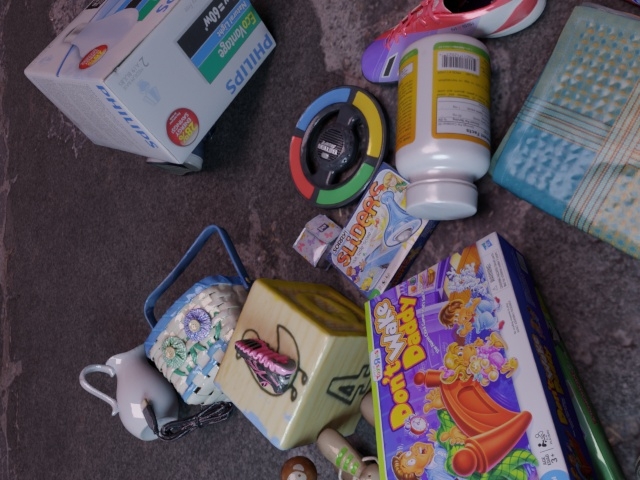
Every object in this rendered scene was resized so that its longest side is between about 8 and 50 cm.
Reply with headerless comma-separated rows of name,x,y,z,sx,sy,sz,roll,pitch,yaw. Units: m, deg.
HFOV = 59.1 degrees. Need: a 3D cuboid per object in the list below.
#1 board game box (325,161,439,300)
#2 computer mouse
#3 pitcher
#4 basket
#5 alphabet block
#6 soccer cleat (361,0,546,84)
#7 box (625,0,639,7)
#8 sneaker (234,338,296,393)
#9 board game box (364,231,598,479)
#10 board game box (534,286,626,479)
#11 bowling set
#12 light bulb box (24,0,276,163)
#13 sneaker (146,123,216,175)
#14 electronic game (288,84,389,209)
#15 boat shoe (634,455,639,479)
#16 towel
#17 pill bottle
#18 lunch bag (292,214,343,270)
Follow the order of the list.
board game box,0.107,-0.012,0.948,0.136,0.035,0.201,41,109,36
computer mouse,-0.301,0.290,1.198,0.184,0.060,0.262,-28,68,-4
pitcher,-0.421,0.341,1.249,0.207,0.177,0.126,50,135,34
basket,-0.217,0.143,1.086,0.255,0.201,0.289,-50,51,16
alphabet block,-0.023,0.194,0.926,0.192,0.193,0.197,30,103,37
soccer cleat,0.179,-0.341,0.884,0.318,0.116,0.109,-12,76,38
box,0.429,-0.345,0.667,0.257,0.128,0.123,46,113,34
sneaker,-0.087,0.185,0.830,0.119,0.047,0.057,23,110,41
board game box,0.178,0.189,0.709,0.233,0.078,0.347,-34,40,31
board game box,0.261,0.250,0.773,0.213,0.046,0.318,-31,64,32
bowling set,0.042,0.385,0.845,0.154,0.199,0.287,30,107,37
light bulb box,-0.356,-0.383,1.189,0.360,0.225,0.358,17,66,40
sneaker,-0.322,-0.241,1.319,0.226,0.086,0.164,3,76,49
electronic game,0.028,-0.171,1.032,0.229,0.048,0.230,-7,79,39
boat shoe,0.451,0.240,0.595,0.233,0.079,0.084,-23,71,37
towel,0.421,-0.117,0.701,0.370,0.040,0.272,38,108,35
pill bottle,0.180,-0.160,0.831,0.136,0.136,0.246,-6,75,39
lunch bag,0.000,0.000,1.027,0.071,0.053,0.083,41,100,35
